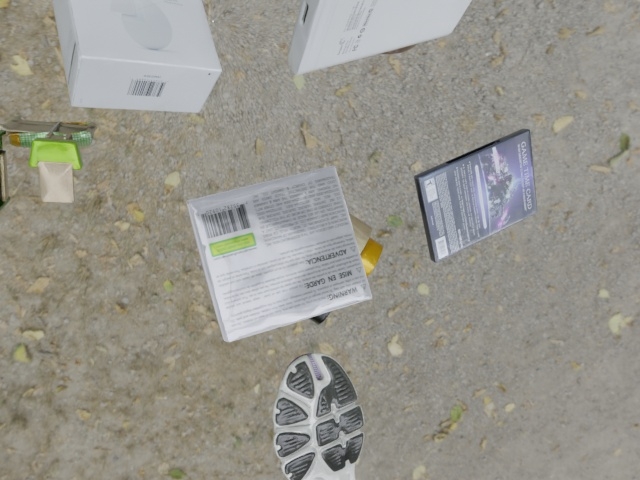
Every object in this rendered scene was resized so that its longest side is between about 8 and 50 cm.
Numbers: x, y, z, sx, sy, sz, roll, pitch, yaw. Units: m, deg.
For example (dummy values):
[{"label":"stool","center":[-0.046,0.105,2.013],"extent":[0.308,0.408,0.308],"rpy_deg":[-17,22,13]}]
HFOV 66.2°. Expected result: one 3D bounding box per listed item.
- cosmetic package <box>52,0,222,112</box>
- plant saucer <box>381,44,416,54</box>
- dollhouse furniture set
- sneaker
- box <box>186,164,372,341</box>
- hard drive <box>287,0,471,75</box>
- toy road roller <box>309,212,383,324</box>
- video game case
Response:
[{"label":"cosmetic package","center":[-0.319,-0.355,0.845],"extent":[0.224,0.138,0.225],"rpy_deg":[-6,74,-34]},{"label":"plant saucer","center":[0.109,-0.562,1.138],"extent":[0.310,0.311,0.050],"rpy_deg":[7,153,-15]},{"label":"dollhouse furniture set","center":[-0.619,-0.177,1.101],"extent":[0.197,0.301,0.151],"rpy_deg":[1,111,-19]},{"label":"sneaker","center":[-0.008,0.161,0.385],"extent":[0.068,0.071,0.170],"rpy_deg":[-13,110,-20]},{"label":"box","center":[-0.047,0.015,0.440],"extent":[0.114,0.203,0.103],"rpy_deg":[-15,89,-14]},{"label":"hard drive","center":[0.125,-0.404,0.813],"extent":[0.353,0.233,0.047],"rpy_deg":[-23,75,-23]},{"label":"toy road roller","center":[0.000,0.000,1.062],"extent":[0.202,0.240,0.329],"rpy_deg":[32,142,-4]},{"label":"video game case","center":[0.331,-0.093,1.022],"extent":[0.274,0.026,0.196],"rpy_deg":[-25,116,-15]}]
